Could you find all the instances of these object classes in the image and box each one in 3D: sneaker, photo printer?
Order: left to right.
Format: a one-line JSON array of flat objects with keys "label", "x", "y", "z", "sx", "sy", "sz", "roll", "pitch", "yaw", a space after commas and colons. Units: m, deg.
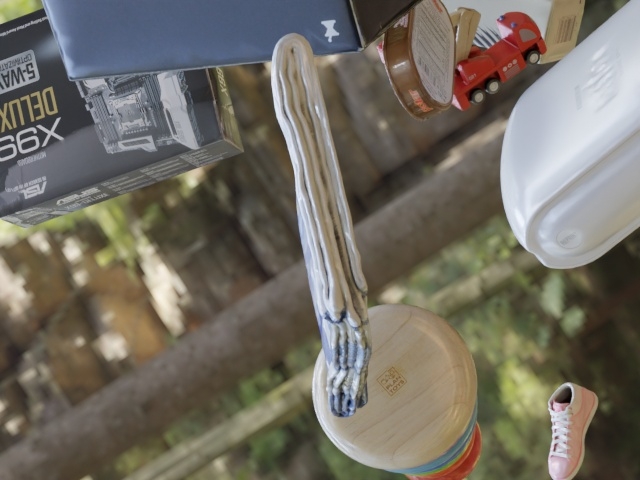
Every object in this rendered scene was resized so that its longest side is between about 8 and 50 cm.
[{"label": "sneaker", "x": 0.326, "y": 0.254, "z": 2.461, "sx": 0.051, "sy": 0.134, "sz": 0.070, "roll": 7, "pitch": 160, "yaw": 43}, {"label": "photo printer", "x": 0.308, "y": -0.124, "z": 1.857, "sx": 0.107, "sy": 0.307, "sz": 0.256, "roll": 38, "pitch": -151, "yaw": -21}]

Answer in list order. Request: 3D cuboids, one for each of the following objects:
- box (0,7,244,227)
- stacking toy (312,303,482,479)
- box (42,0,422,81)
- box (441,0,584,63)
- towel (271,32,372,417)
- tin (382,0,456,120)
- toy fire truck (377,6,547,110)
[{"label": "box", "x": -0.269, "y": -0.177, "z": 2.230, "sx": 0.076, "sy": 0.307, "sz": 0.242, "roll": 29, "pitch": -135, "yaw": -70}, {"label": "stacking toy", "x": 0.093, "y": 0.160, "z": 1.670, "sx": 0.141, "sy": 0.141, "sz": 0.330, "roll": 59, "pitch": -177, "yaw": 19}, {"label": "box", "x": -0.042, "y": -0.276, "z": 1.506, "sx": 0.294, "sy": 0.296, "sz": 0.183, "roll": -46, "pitch": -55, "yaw": -49}, {"label": "box", "x": 0.216, "y": -0.327, "z": 2.521, "sx": 0.275, "sy": 0.094, "sz": 0.113, "roll": 20, "pitch": -159, "yaw": 29}, {"label": "towel", "x": 0.000, "y": 0.000, "z": 1.298, "sx": 0.285, "sy": 0.034, "sz": 0.209, "roll": 86, "pitch": 172, "yaw": -71}, {"label": "tin", "x": 0.113, "y": -0.215, "z": 2.034, "sx": 0.106, "sy": 0.040, "sz": 0.190, "roll": 54, "pitch": -151, "yaw": -38}, {"label": "toy fire truck", "x": 0.175, "y": -0.235, "z": 2.222, "sx": 0.047, "sy": 0.192, "sz": 0.135, "roll": 43, "pitch": 165, "yaw": 52}]
